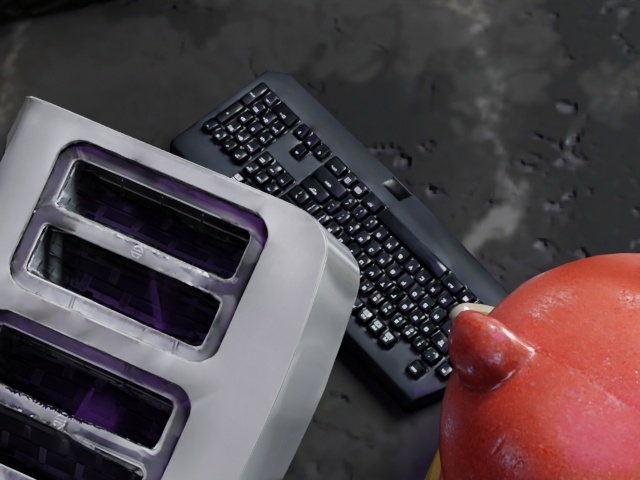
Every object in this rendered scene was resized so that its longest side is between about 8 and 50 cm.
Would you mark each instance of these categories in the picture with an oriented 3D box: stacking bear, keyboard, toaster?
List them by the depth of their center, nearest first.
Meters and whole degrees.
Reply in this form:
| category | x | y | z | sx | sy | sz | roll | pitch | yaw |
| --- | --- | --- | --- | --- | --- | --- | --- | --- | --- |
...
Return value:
| category | x | y | z | sx | sy | sz | roll | pitch | yaw |
| --- | --- | --- | --- | --- | --- | --- | --- | --- | --- |
| stacking bear | 0.108 | 0.099 | 0.667 | 0.175 | 0.289 | 0.164 | 39 | 78 | 24 |
| toaster | -0.080 | 0.050 | 0.795 | 0.185 | 0.110 | 0.168 | 24 | 85 | 10 |
| keyboard | 0.000 | 0.000 | 0.876 | 0.100 | 0.038 | 0.192 | -41 | 64 | -9 |

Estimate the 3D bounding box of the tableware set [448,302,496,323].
| category | x | y | z | sx | sy | sz | roll | pitch | yaw |
| --- | --- | --- | --- | --- | --- | --- | --- | --- | --- |
| tableware set | 0.136 | 0.002 | 0.794 | 0.194 | 0.128 | 0.039 | -35 | 74 | -7 |

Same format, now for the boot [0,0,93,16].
| category | x | y | z | sx | sy | sz | roll | pitch | yaw |
| --- | --- | --- | --- | --- | --- | --- | --- | --- | --- |
| boot | -0.103 | -0.273 | 0.972 | 0.347 | 0.131 | 0.260 | -17 | 66 | -2 |
